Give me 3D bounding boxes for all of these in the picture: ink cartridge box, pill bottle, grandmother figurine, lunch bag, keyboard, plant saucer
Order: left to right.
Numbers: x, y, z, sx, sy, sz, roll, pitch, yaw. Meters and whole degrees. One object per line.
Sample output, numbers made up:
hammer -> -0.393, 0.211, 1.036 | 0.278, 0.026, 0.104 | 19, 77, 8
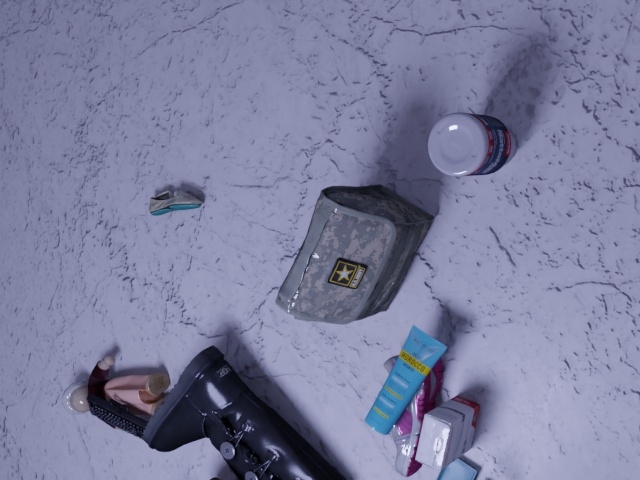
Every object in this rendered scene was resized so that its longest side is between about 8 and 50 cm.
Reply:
grandmother figurine -> -0.536, 0.398, 2.060 | 0.343, 0.104, 0.207 | -11, 83, 32
keyboard -> -0.501, 0.439, 1.990 | 0.180, 0.023, 0.108 | 21, 132, 14
lunch bag -> 0.055, 0.027, 1.505 | 0.169, 0.287, 0.235 | 35, 112, 27
plant saucer -> 0.250, 0.514, 1.588 | 0.067, 0.018, 0.192 | 30, 110, 28
ink cartridge box -> 0.240, 0.361, 1.506 | 0.056, 0.135, 0.099 | 18, 105, 32
pill bottle -> 0.273, -0.167, 1.399 | 0.108, 0.180, 0.107 | 4, 98, 34

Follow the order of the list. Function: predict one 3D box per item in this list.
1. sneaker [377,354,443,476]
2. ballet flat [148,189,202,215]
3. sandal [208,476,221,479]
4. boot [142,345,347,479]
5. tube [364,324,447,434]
sneaker -> 0.170, 0.337, 1.581 | 0.111, 0.103, 0.252 | 7, 91, 35
ballet flat -> -0.351, -0.096, 1.907 | 0.168, 0.057, 0.052 | -8, 81, 34
sandal -> -0.248, 0.584, 1.777 | 0.090, 0.060, 0.219 | 44, 147, -1
boot -> -0.179, 0.508, 1.820 | 0.445, 0.146, 0.367 | 42, 130, 12
tube -> 0.156, 0.267, 1.508 | 0.080, 0.052, 0.207 | 32, 98, 25
